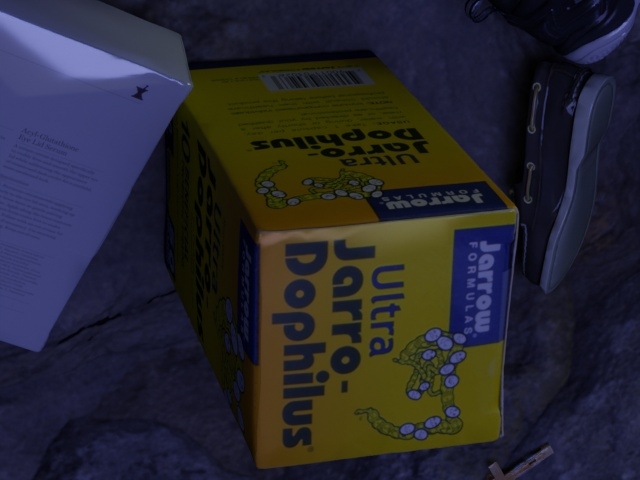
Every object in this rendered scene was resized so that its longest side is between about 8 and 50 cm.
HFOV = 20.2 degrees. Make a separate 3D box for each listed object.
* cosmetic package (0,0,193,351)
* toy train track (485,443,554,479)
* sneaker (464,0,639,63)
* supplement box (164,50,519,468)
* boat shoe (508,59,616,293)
[{"bbox_3d":[-0.331,-0.095,1.400,0.377,0.097,0.284,21,120,-24],"label":"cosmetic package"},{"bbox_3d":[0.193,0.227,1.782,0.083,0.014,0.048,-33,112,-6],"label":"toy train track"},{"bbox_3d":[0.218,-0.279,1.492,0.153,0.101,0.268,11,117,-25],"label":"sneaker"},{"bbox_3d":[0.000,0.000,1.421,0.195,0.356,0.194,-6,115,-15],"label":"supplement box"},{"bbox_3d":[0.209,-0.058,1.623,0.081,0.069,0.227,-40,145,-49],"label":"boat shoe"}]
